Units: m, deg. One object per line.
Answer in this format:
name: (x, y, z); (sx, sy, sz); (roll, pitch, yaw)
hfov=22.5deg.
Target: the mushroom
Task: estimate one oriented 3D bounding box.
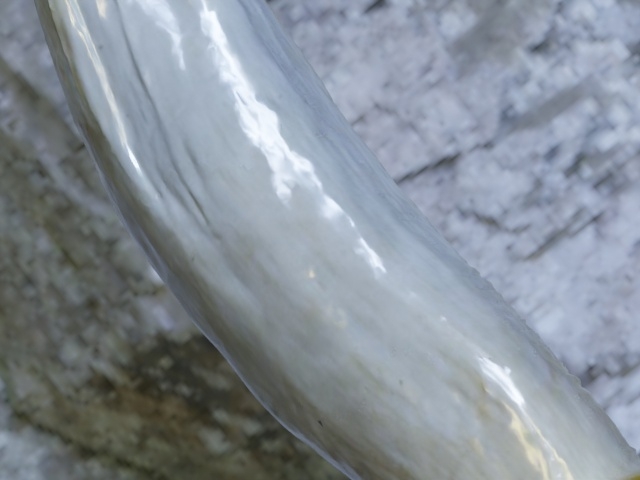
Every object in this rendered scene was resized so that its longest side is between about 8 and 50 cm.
mushroom: (0.000, 0.000, 0.596); (0.095, 0.351, 0.123); (-31, -16, -30)
